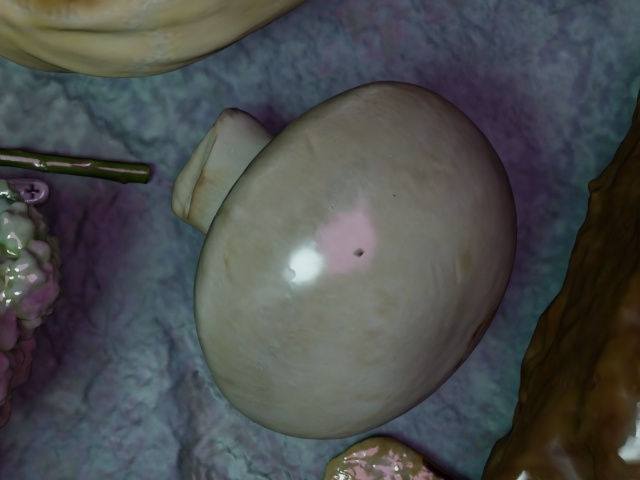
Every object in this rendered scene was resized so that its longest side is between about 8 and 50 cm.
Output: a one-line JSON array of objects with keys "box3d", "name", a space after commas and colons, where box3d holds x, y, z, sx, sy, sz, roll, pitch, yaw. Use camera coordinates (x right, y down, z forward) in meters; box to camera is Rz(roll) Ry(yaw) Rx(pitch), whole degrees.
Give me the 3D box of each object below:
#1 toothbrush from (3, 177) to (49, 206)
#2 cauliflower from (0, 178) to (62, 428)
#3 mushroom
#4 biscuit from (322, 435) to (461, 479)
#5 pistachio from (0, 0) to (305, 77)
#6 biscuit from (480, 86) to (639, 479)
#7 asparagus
[{"box3d": [-0.258, -0.026, 0.756, 0.204, 0.022, 0.017, -1, 102, -11], "name": "toothbrush"}, {"box3d": [-0.278, 0.034, 0.669, 0.315, 0.239, 0.256, 46, 114, -1], "name": "cauliflower"}, {"box3d": [0.000, 0.000, 0.737, 0.204, 0.204, 0.204, 0, 91, -10], "name": "mushroom"}, {"box3d": [0.065, 0.176, 0.820, 0.147, 0.018, 0.071, 36, 88, -10], "name": "biscuit"}, {"box3d": [-0.092, -0.206, 0.683, 0.309, 0.230, 0.230, -32, 97, 8], "name": "pistachio"}, {"box3d": [0.331, 0.088, 0.782, 0.395, 0.166, 0.342, 24, 86, -8], "name": "biscuit"}, {"box3d": [-0.181, -0.046, 0.772, 0.163, 0.016, 0.016, 5, 104, -10], "name": "asparagus"}]
